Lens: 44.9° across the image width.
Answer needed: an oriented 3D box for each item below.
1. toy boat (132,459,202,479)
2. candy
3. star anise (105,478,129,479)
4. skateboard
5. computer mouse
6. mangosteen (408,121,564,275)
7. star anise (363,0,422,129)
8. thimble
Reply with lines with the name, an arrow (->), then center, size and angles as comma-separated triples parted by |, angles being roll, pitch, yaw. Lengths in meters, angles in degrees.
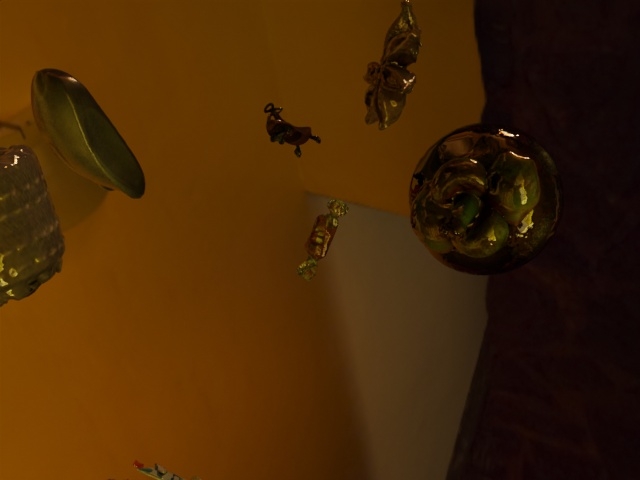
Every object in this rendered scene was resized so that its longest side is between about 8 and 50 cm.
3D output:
toy boat -> -0.226, 0.388, 1.233 | 0.149, 0.105, 0.034 | 23, -94, 6
candy -> 0.000, 0.000, 1.569 | 0.053, 0.182, 0.046 | 23, -170, -7
star anise -> -0.310, 0.451, 1.301 | 0.042, 0.141, 0.141 | -40, -140, 4
skateboard -> -0.070, -0.242, 1.665 | 0.067, 0.151, 0.080 | -31, -115, 23
computer mouse -> -0.512, -0.206, 1.674 | 0.203, 0.374, 0.114 | 22, -117, 36
mangosteen -> 0.298, -0.073, 1.432 | 0.311, 0.311, 0.311 | -8, -141, 6
star anise -> 0.121, -0.265, 1.276 | 0.063, 0.208, 0.172 | 10, -128, -16
thimble -> -0.435, -0.011, 0.942 | 0.236, 0.172, 0.205 | -4, -162, 22
